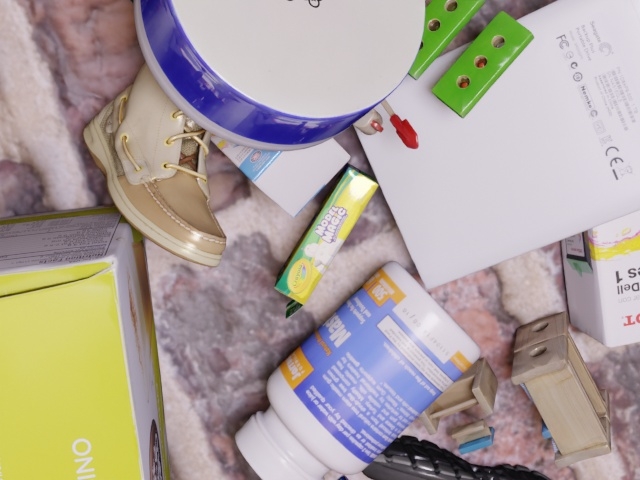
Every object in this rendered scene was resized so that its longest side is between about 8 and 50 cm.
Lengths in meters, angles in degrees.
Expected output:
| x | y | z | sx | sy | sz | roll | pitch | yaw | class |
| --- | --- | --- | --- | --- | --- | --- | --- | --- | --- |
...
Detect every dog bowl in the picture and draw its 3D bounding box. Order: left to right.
| x | y | z | sx | sy | sz | roll | pitch | yaw | class |
| --- | --- | --- | --- | --- | --- | --- | --- | --- | --- |
| -0.037 | -0.224 | 0.971 | 0.264 | 0.104 | 0.265 | 5 | 78 | -23 | dog bowl |

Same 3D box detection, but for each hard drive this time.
| x | y | z | sx | sy | sz | roll | pitch | yaw | class |
| --- | --- | --- | --- | --- | --- | --- | --- | --- | --- |
| 0.228 | -0.115 | 1.093 | 0.353 | 0.047 | 0.233 | -23 | 93 | 23 | hard drive |

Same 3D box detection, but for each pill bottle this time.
| x | y | z | sx | sy | sz | roll | pitch | yaw | class |
| --- | --- | --- | --- | --- | --- | --- | --- | --- | --- |
| 0.036 | 0.166 | 1.157 | 0.272 | 0.152 | 0.152 | -44 | 103 | 2 | pill bottle |

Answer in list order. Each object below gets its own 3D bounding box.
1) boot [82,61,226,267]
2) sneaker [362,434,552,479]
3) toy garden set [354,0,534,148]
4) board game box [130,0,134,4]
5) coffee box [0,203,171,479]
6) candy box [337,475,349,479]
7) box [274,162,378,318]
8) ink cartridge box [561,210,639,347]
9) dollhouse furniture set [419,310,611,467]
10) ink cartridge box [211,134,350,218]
| x | y | z | sx | sy | sz | roll | pitch | yaw | class |
| --- | --- | --- | --- | --- | --- | --- | --- | --- | --- |
| -0.126 | -0.115 | 1.029 | 0.095 | 0.262 | 0.203 | 26 | 109 | -44 | boot |
| 0.165 | 0.314 | 1.228 | 0.267 | 0.101 | 0.106 | 18 | 100 | -10 | sneaker |
| 0.072 | -0.201 | 1.091 | 0.204 | 0.049 | 0.244 | -49 | 65 | 6 | toy garden set |
| -0.139 | -0.279 | 1.104 | 0.126 | 0.026 | 0.186 | -42 | 102 | 13 | board game box |
| -0.334 | 0.166 | 1.016 | 0.338 | 0.334 | 0.338 | -7 | 102 | -6 | coffee box |
| -0.003 | 0.494 | 1.228 | 0.317 | 0.122 | 0.268 | -39 | 102 | -1 | candy box |
| 0.000 | 0.000 | 1.144 | 0.043 | 0.105 | 0.179 | 29 | 96 | -3 | box |
| 0.388 | -0.034 | 1.181 | 0.201 | 0.117 | 0.278 | -10 | 101 | -6 | ink cartridge box |
| 0.232 | 0.192 | 1.218 | 0.183 | 0.129 | 0.129 | -24 | 104 | 22 | dollhouse furniture set |
| -0.057 | -0.112 | 1.100 | 0.092 | 0.143 | 0.090 | -48 | 141 | 2 | ink cartridge box |
